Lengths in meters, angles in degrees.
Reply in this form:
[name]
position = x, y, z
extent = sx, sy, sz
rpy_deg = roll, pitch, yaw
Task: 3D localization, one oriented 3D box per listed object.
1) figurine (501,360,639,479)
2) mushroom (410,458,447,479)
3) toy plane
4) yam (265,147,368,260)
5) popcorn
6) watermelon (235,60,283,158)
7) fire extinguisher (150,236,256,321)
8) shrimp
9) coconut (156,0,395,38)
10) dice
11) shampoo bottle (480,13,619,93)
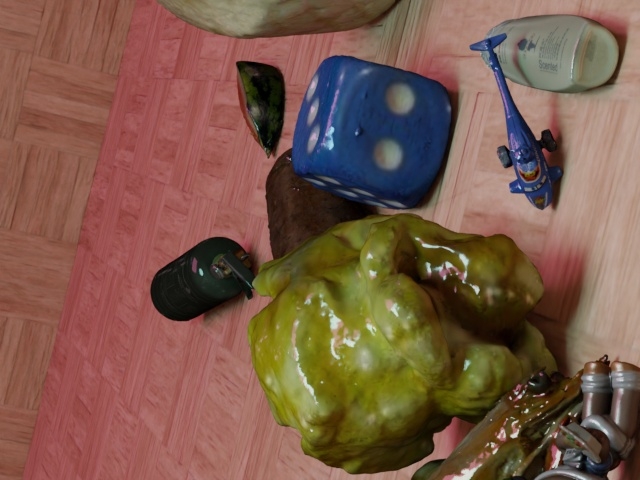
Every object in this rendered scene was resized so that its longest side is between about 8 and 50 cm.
[figurine]
position = 0.195, 0.185, 1.225
extent = 0.147, 0.093, 0.197
rpy_deg = -8, 68, 49
[mushroom]
position = 0.095, 0.340, 1.450
extent = 0.100, 0.081, 0.312
rpy_deg = -124, 46, -70
[toy plane]
position = 0.179, -0.106, 1.482
extent = 0.062, 0.054, 0.167
rpy_deg = 30, -138, -70
[yam]
position = -0.001, -0.001, 1.899
extent = 0.280, 0.131, 0.131
rpy_deg = -103, 31, -54
[popcorn]
position = 0.069, 0.086, 1.435
extent = 0.276, 0.225, 0.276
rpy_deg = -39, 18, 15
[watermelon]
position = -0.099, -0.208, 2.452
extent = 0.245, 0.063, 0.119
rpy_deg = -116, 29, -62
[fire extinguisher]
position = -0.167, 0.059, 2.410
extent = 0.114, 0.095, 0.311
rpy_deg = 56, 157, -1
[shrimp]
position = 0.155, 0.217, 1.319
extent = 0.154, 0.062, 0.294
rpy_deg = 36, 102, 23
[coconut]
position = -0.056, -0.429, 1.992
extent = 0.415, 0.415, 0.345
rpy_deg = -111, 27, -60
[dice]
position = 0.056, -0.119, 1.778
extent = 0.146, 0.143, 0.146
rpy_deg = -179, 105, -73
[shampoo bottle]
position = 0.210, -0.174, 1.501
extent = 0.212, 0.049, 0.072
rpy_deg = -155, 74, -72
